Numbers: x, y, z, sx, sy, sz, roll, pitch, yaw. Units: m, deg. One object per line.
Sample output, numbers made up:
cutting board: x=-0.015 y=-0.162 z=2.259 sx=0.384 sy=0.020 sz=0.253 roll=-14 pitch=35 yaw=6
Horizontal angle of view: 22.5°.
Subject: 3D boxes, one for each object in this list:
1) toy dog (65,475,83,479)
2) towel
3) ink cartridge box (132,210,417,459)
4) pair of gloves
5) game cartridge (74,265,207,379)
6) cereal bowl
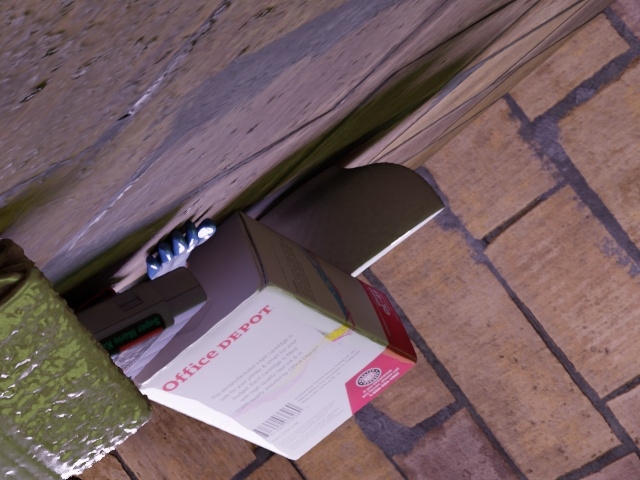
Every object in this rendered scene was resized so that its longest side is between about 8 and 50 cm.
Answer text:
toy dog: x=-0.340 y=0.374 z=1.612 sx=0.408 sy=0.284 sz=0.395 roll=-11 pitch=122 yaw=-54
towel: x=-0.231 y=0.122 z=1.128 sx=0.187 sy=0.049 sz=0.282 roll=-37 pitch=150 yaw=-5
ink cartridge box: x=-0.064 y=0.123 z=1.966 sx=0.226 sy=0.131 sz=0.306 roll=-39 pitch=137 yaw=18
pair of gloves: x=-0.188 y=0.049 z=1.685 sx=0.198 sy=0.023 sz=0.159 roll=-39 pitch=172 yaw=-14
game cartridge: x=-0.284 y=0.152 z=1.536 sx=0.355 sy=0.068 sz=0.230 roll=-27 pitch=171 yaw=-43
cereal bowl: x=0.000 y=0.000 z=2.209 sx=0.339 sy=0.141 sz=0.339 roll=-38 pitch=177 yaw=-3
